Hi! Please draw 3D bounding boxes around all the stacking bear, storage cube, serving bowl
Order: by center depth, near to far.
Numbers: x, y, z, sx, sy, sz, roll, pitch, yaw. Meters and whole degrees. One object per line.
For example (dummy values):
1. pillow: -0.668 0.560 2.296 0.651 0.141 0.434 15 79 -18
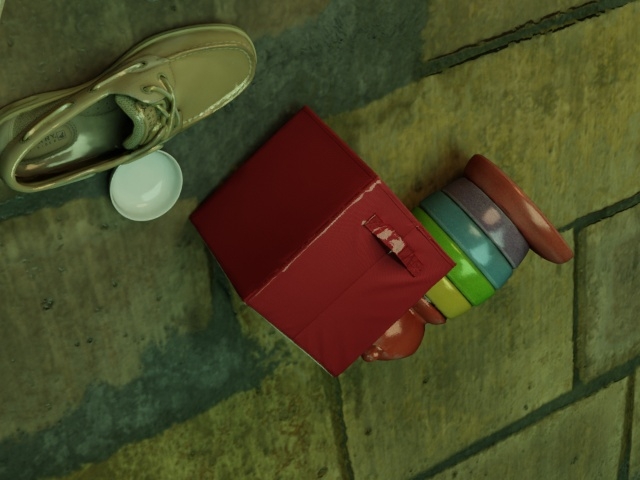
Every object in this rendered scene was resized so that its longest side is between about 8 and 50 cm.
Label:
1. serving bowl: -0.194 -0.064 1.077 0.083 0.027 0.083 -15 121 -27
2. storage cube: 0.000 0.000 1.126 0.193 0.215 0.183 -44 131 3
3. stacking bear: 0.150 0.041 1.284 0.289 0.175 0.164 -43 132 3

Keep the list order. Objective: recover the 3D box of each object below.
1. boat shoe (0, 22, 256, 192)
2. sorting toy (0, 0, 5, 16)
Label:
1. boat shoe: -0.187 -0.130 1.000 0.302 0.098 0.109 -26 126 -20
2. sorting toy: -0.339 -0.149 0.711 0.196 0.047 0.348 2 114 -48
